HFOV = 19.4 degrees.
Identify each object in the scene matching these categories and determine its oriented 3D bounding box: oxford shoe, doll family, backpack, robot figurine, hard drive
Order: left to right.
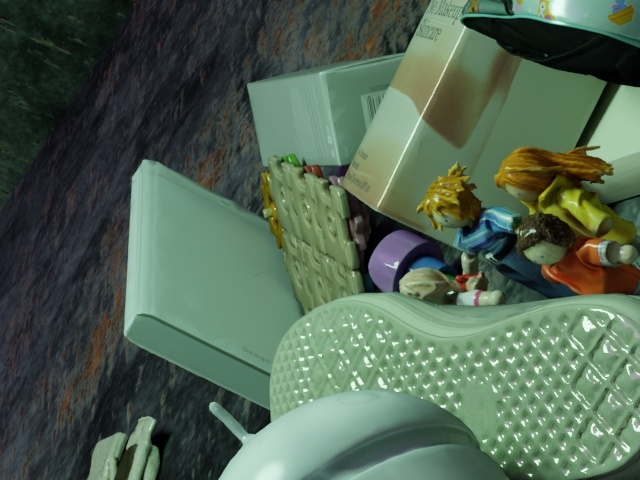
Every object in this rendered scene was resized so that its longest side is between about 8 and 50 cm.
[{"bbox_3d":[-0.104,0.045,1.925,0.040,0.203,0.307,-54,21,23],"label":"hard drive"},{"bbox_3d":[0.056,0.231,1.123,0.200,0.300,0.353,-40,56,4],"label":"robot figurine"},{"bbox_3d":[0.116,0.113,1.309,0.449,0.130,0.169,-10,82,53],"label":"oxford shoe"},{"bbox_3d":[0.157,0.005,1.361,0.263,0.163,0.118,-28,32,59],"label":"doll family"},{"bbox_3d":[0.210,-0.180,1.319,0.144,0.166,0.188,-70,21,8],"label":"backpack"}]

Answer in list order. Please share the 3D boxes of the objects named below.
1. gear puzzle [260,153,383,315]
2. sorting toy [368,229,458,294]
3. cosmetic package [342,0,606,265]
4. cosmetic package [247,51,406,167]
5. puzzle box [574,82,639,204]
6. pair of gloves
[{"bbox_3d":[0.000,0.000,1.872,0.339,0.044,0.175,-150,47,-70],"label":"gear puzzle"},{"bbox_3d":[0.170,-0.094,1.619,0.126,0.127,0.365,27,92,42],"label":"sorting toy"},{"bbox_3d":[0.146,-0.140,1.498,0.296,0.129,0.153,-64,13,3],"label":"cosmetic package"},{"bbox_3d":[0.024,-0.132,1.920,0.238,0.127,0.107,-170,66,-67],"label":"cosmetic package"},{"bbox_3d":[0.335,-0.185,1.337,0.409,0.052,0.272,-18,47,63],"label":"puzzle box"},{"bbox_3d":[-0.261,0.312,2.221,0.240,0.042,0.204,-25,42,62],"label":"pair of gloves"}]
